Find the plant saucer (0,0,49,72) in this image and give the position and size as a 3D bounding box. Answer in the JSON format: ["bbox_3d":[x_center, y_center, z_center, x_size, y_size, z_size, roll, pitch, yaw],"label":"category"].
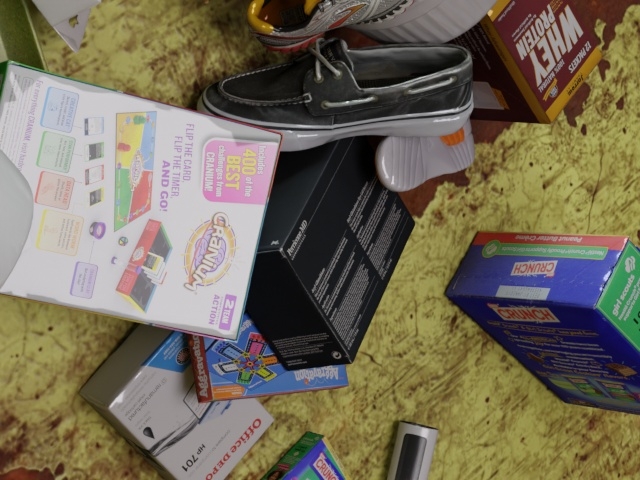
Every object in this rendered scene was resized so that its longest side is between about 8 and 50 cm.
[{"bbox_3d":[-0.387,-0.191,1.667,0.188,0.045,0.188,-28,112,-34],"label":"plant saucer"}]

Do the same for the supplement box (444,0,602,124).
[{"bbox_3d":[0.223,-0.266,2.064,0.129,0.194,0.191,-51,124,-23],"label":"supplement box"}]

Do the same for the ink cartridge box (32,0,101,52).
[{"bbox_3d":[-0.283,-0.310,1.687,0.198,0.067,0.115,56,21,-31],"label":"ink cartridge box"}]

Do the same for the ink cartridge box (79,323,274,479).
[{"bbox_3d":[-0.167,0.194,1.872,0.139,0.082,0.190,-49,122,-16],"label":"ink cartridge box"}]

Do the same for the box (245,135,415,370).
[{"bbox_3d":[0.000,0.000,1.921,0.184,0.103,0.261,61,37,-30],"label":"box"}]

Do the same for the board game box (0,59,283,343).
[{"bbox_3d":[-0.216,-0.036,1.704,0.317,0.064,0.242,14,87,-24],"label":"board game box"}]

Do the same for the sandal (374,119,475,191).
[{"bbox_3d":[0.115,-0.122,2.019,0.265,0.076,0.102,-25,106,-56],"label":"sandal"}]

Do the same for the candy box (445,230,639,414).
[{"bbox_3d":[0.375,0.118,2.194,0.317,0.268,0.122,41,67,-36],"label":"candy box"}]

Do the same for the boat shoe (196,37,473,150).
[{"bbox_3d":[0.019,-0.189,1.885,0.335,0.121,0.119,-6,133,-11],"label":"boat shoe"}]

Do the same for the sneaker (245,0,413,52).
[{"bbox_3d":[0.019,-0.277,1.797,0.088,0.225,0.093,67,14,9],"label":"sneaker"}]

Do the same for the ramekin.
[{"bbox_3d":[0.114,-0.355,1.927,0.127,0.273,0.273,35,73,-49],"label":"ramekin"}]

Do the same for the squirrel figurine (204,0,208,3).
[{"bbox_3d":[-0.073,-0.448,1.688,0.397,0.281,0.370,-40,164,0],"label":"squirrel figurine"}]

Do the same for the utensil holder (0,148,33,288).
[{"bbox_3d":[-0.493,-0.076,1.417,0.327,0.328,0.385,-54,127,-21],"label":"utensil holder"}]

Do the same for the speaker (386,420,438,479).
[{"bbox_3d":[0.119,0.315,2.147,0.055,0.055,0.136,16,86,-40],"label":"speaker"}]

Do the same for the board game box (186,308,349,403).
[{"bbox_3d":[-0.063,0.115,1.910,0.281,0.027,0.145,3,74,-56],"label":"board game box"}]

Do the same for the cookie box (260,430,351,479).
[{"bbox_3d":[-0.020,0.314,2.041,0.107,0.040,0.092,-45,120,-27],"label":"cookie box"}]
